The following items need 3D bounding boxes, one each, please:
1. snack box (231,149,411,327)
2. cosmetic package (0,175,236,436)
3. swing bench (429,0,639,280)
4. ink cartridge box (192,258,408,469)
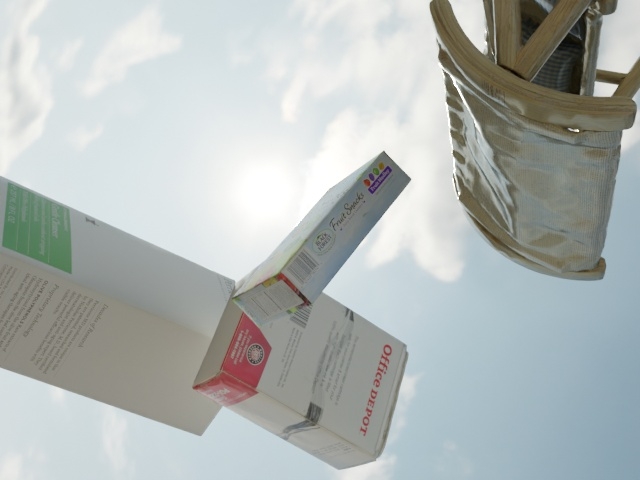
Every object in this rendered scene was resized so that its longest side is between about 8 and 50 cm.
[{"bbox_3d":[0.000,0.000,0.693,0.141,0.037,0.100,-49,-169,-28],"label":"snack box"},{"bbox_3d":[-0.281,0.089,1.131,0.155,0.365,0.197,-55,-149,17],"label":"cosmetic package"},{"bbox_3d":[0.184,-0.137,0.720,0.165,0.253,0.255,13,-114,18],"label":"swing bench"},{"bbox_3d":[-0.017,0.148,1.032,0.092,0.217,0.159,-35,-152,51],"label":"ink cartridge box"}]
